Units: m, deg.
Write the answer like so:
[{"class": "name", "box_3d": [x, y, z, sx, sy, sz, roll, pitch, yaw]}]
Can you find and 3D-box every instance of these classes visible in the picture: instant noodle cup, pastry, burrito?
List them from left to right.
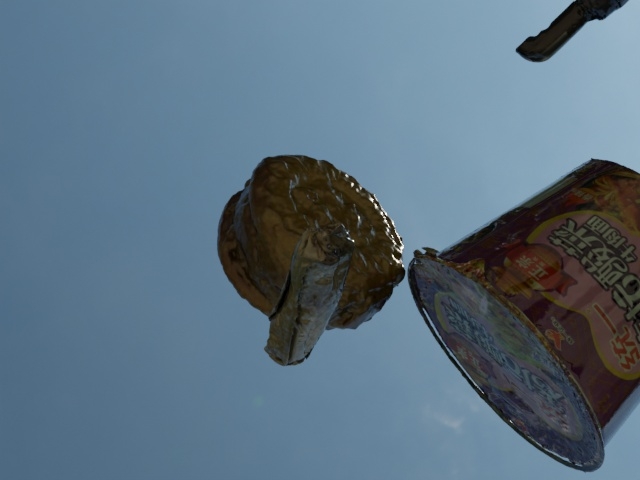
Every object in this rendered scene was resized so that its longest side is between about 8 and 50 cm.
[{"class": "burrito", "box_3d": [-0.013, 0.050, 0.972, 0.058, 0.188, 0.045, -15, -124, -32]}, {"class": "pastry", "box_3d": [0.000, 0.000, 1.305, 0.235, 0.132, 0.240, 7, -130, -29]}, {"class": "instant noodle cup", "box_3d": [0.312, 0.071, 1.317, 0.266, 0.340, 0.340, -39, -94, -13]}]

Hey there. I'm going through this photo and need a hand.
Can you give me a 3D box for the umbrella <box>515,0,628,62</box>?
[{"class": "umbrella", "box_3d": [0.297, -0.262, 1.051, 0.071, 0.248, 0.071, 34, -156, -17]}]
